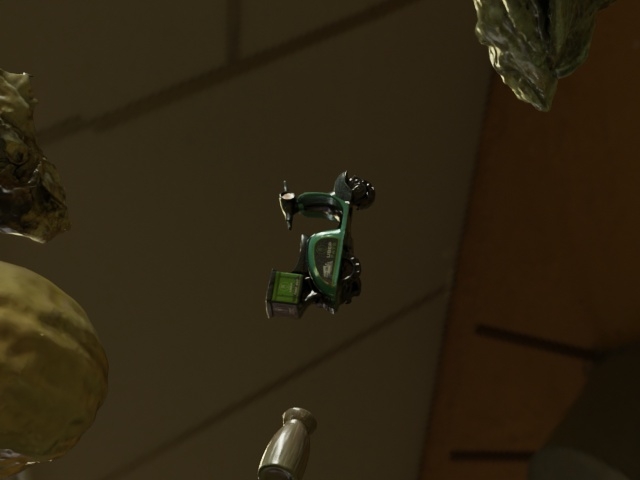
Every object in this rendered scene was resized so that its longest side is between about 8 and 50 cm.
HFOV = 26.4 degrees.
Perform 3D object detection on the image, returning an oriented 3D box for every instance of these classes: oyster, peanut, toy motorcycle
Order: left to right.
[{"bbox_3d":[-0.311,0.067,0.923,0.174,0.340,0.158,126,162,-79],"label":"peanut"},{"bbox_3d":[-0.391,-0.095,1.647,0.161,0.233,0.107,-34,4,22],"label":"oyster"},{"bbox_3d":[0.000,0.000,1.411,0.100,0.173,0.058,6,-29,5],"label":"toy motorcycle"},{"bbox_3d":[0.156,-0.226,0.879,0.198,0.112,0.268,14,-78,-52],"label":"oyster"}]

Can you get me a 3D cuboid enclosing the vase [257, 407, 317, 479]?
[{"bbox_3d":[-0.037,0.249,1.630,0.101,0.053,0.053,-67,-9,-49],"label":"vase"}]
